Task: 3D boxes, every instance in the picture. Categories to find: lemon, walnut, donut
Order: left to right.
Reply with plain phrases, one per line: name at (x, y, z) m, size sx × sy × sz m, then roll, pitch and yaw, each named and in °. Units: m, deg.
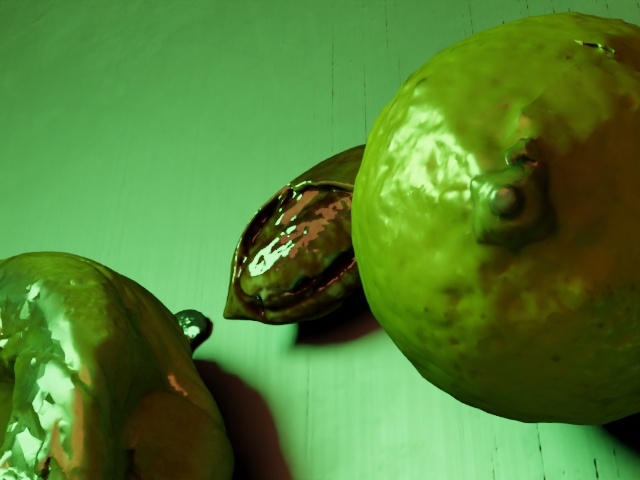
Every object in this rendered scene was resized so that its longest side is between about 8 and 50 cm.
donut at (-0.233, 0.179, 0.942) m, size 0.360 × 0.170 × 0.360 m, roll -24°, pitch 50°, yaw 31°
walnut at (0.000, 0.000, 0.978) m, size 0.207 × 0.116 × 0.116 m, roll -36°, pitch 37°, yaw 6°
lemon at (0.141, -0.013, 0.727) m, size 0.253 × 0.310 × 0.254 m, roll -3°, pitch 84°, yaw 25°

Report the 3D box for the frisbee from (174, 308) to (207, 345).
frisbee at (-0.159, 0.160, 1.031) m, size 0.211 × 0.012 × 0.187 m, roll -43°, pitch 38°, yaw -3°
